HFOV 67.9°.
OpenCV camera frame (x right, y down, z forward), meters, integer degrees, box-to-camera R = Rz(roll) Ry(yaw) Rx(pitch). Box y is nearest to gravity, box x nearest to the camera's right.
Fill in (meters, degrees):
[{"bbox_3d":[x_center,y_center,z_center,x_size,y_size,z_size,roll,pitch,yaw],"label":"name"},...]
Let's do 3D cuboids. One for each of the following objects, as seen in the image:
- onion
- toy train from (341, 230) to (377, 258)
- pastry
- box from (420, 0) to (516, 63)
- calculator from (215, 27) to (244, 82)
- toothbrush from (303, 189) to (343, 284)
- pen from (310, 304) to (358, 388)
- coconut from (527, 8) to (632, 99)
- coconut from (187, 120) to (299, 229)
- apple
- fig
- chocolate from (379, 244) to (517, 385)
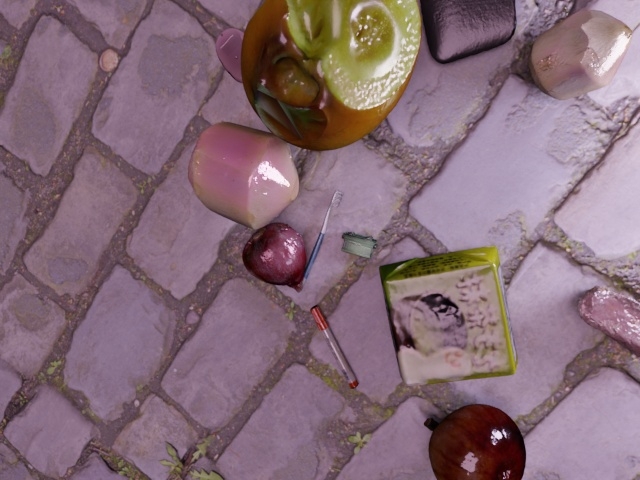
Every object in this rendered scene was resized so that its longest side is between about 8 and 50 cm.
[{"bbox_3d":[-0.101,0.052,1.197,0.159,0.159,0.195,-29,113,15],"label":"onion"},{"bbox_3d":[0.096,0.011,1.197,0.093,0.038,0.056,16,103,10],"label":"toy train"},{"bbox_3d":[0.696,0.192,1.052,0.265,0.112,0.102,34,96,14],"label":"pastry"},{"bbox_3d":[0.329,-0.522,1.066,0.201,0.042,0.212,-14,94,15],"label":"box"},{"bbox_3d":[-0.200,-0.463,1.205,0.103,0.024,0.166,-41,87,15],"label":"calculator"},{"bbox_3d":[0.000,0.000,1.227,0.025,0.019,0.275,21,102,1],"label":"toothbrush"},{"bbox_3d":[0.036,0.281,1.253,0.028,0.028,0.239,-27,91,15],"label":"pen"},{"bbox_3d":[0.527,-0.377,0.962,0.171,0.183,0.170,5,81,-29],"label":"coconut"},{"bbox_3d":[-0.170,-0.153,1.148,0.245,0.233,0.233,22,102,10],"label":"coconut"},{"bbox_3d":[0.009,-0.378,0.974,0.374,0.374,0.384,27,142,8],"label":"apple"},{"bbox_3d":[0.369,0.505,1.128,0.235,0.214,0.234,1,80,-7],"label":"fig"},{"bbox_3d":[0.301,0.186,1.122,0.289,0.137,0.300,-11,95,14],"label":"chocolate"}]
